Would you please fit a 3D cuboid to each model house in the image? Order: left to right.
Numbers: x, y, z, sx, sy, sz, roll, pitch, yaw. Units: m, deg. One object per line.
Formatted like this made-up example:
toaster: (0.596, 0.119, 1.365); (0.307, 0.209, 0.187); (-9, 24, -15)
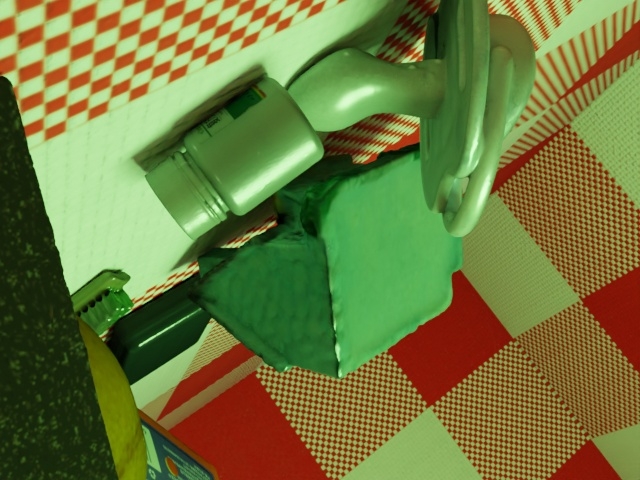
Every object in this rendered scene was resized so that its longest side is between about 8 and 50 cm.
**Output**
model house: (0.000, 0.000, 1.042); (0.248, 0.230, 0.280); (11, -156, 39)

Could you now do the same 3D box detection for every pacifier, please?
pacifier: (0.071, -0.122, 0.747); (0.207, 0.228, 0.279); (4, 167, -1)

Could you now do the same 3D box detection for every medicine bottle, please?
medicine bottle: (-0.070, -0.064, 0.681); (0.130, 0.080, 0.080); (-35, 171, -3)

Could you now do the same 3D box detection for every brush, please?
brush: (-0.309, 0.130, 0.889); (0.282, 0.048, 0.054); (-37, 167, 7)

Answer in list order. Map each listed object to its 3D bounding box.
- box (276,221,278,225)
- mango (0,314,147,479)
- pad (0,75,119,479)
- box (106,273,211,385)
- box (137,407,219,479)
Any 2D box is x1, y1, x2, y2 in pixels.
box: (-0.010, -0.051, 1.166); (0.115, 0.025, 0.048); (-35, 173, -12)
mango: (-0.267, 0.154, 0.514); (0.221, 0.264, 0.378); (9, -171, 27)
pad: (-0.206, 0.101, 0.416); (0.004, 0.330, 0.220); (5, -158, 40)
box: (-0.225, 0.131, 1.196); (0.160, 0.050, 0.230); (-31, 170, -28)
box: (-0.286, 0.353, 0.883); (0.318, 0.257, 0.349); (-31, 137, 2)
